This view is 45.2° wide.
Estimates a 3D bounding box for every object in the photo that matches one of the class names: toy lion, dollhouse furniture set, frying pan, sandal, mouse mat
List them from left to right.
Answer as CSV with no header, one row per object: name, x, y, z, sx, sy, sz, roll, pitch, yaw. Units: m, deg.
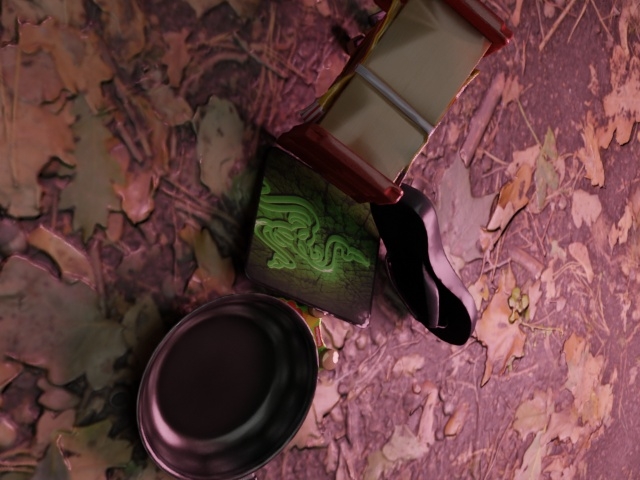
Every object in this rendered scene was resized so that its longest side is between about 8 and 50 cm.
frying pan,-0.065,0.194,0.784,0.197,0.053,0.326,-38,122,-21
toy lion,-0.034,0.104,0.827,0.096,0.034,0.100,-20,108,-30
dollhouse furniture set,-0.028,-0.221,0.728,0.374,0.152,0.201,38,85,-12
mouse mat,0.000,0.000,0.832,0.190,0.007,0.152,26,63,-38
dollhouse furniture set,0.071,-0.269,0.838,0.091,0.081,0.114,-34,116,-33
sandal,0.109,0.040,0.884,0.054,0.097,0.254,-52,133,-25
